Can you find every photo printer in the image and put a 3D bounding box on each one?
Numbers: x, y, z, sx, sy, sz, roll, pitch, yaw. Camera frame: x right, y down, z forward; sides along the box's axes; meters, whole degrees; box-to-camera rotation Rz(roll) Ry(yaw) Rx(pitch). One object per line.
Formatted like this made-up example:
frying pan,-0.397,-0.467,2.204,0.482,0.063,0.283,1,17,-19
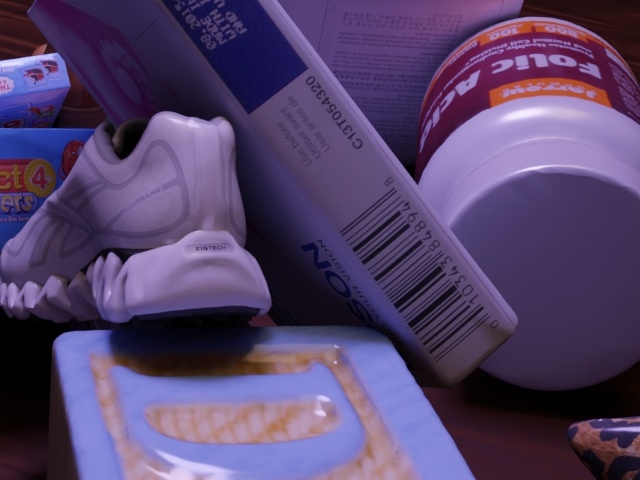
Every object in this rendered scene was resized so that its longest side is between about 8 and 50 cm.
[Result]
photo printer,0.060,-0.191,1.537,0.256,0.307,0.107,2,54,-8

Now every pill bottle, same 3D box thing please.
pill bottle,0.191,-0.042,1.297,0.224,0.224,0.392,7,22,2

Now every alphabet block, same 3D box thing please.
alphabet block,-0.041,0.172,0.771,0.192,0.197,0.193,0,24,-14

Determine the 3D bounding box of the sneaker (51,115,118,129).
sneaker,-0.165,-0.102,1.493,0.296,0.104,0.147,-15,36,-32

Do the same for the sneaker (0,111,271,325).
sneaker,-0.117,-0.008,0.888,0.110,0.118,0.292,-3,-2,-31

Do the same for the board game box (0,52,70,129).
board game box,-0.335,-0.104,1.296,0.212,0.039,0.160,-13,-11,-22

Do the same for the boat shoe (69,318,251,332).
boat shoe,-0.103,0.074,1.076,0.119,0.121,0.335,-5,23,-16

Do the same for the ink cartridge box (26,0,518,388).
ink cartridge box,-0.055,-0.048,0.956,0.071,0.324,0.330,-41,8,-18

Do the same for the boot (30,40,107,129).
boot,-0.231,-0.186,1.391,0.073,0.152,0.197,-9,33,-21

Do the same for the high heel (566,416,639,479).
high heel,0.260,0.191,0.929,0.261,0.093,0.186,24,21,16

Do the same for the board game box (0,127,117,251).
board game box,-0.294,-0.034,1.142,0.302,0.086,0.308,-1,2,45
